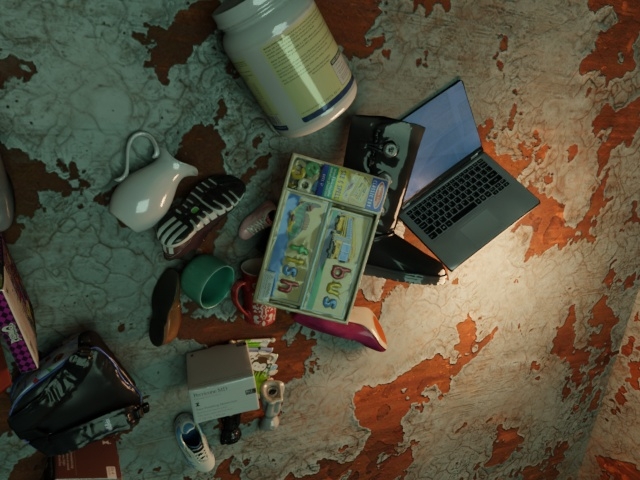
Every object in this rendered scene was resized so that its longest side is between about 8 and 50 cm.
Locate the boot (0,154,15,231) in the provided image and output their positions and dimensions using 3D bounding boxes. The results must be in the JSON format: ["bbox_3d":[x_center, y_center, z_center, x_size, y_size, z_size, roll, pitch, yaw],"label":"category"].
[{"bbox_3d":[-0.690,-0.145,1.045,0.118,0.222,0.339,-14,116,-24],"label":"boot"}]

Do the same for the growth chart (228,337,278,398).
[{"bbox_3d":[-0.208,0.399,1.641,0.171,0.021,0.238,-3,113,-26],"label":"growth chart"}]

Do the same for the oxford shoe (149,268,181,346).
[{"bbox_3d":[-0.406,0.176,1.431,0.076,0.076,0.213,-5,112,-59],"label":"oxford shoe"}]

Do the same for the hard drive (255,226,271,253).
[{"bbox_3d":[-0.046,0.012,1.553,0.254,0.054,0.172,28,94,-33],"label":"hard drive"}]

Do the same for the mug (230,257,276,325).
[{"bbox_3d":[-0.188,0.151,1.506,0.150,0.113,0.170,-5,116,-20],"label":"mug"}]

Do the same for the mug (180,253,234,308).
[{"bbox_3d":[-0.309,0.111,1.419,0.129,0.097,0.158,-41,151,-39],"label":"mug"}]

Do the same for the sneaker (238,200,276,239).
[{"bbox_3d":[-0.168,-0.049,1.455,0.134,0.070,0.051,-47,125,-3],"label":"sneaker"}]

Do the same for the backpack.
[{"bbox_3d":[-0.614,0.377,1.304,0.263,0.213,0.277,-37,116,-20],"label":"backpack"}]

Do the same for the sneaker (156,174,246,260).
[{"bbox_3d":[-0.312,-0.049,1.374,0.281,0.106,0.163,-42,166,-35],"label":"sneaker"}]

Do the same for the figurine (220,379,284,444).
[{"bbox_3d":[-0.214,0.547,1.654,0.214,0.092,0.210,-10,131,-23],"label":"figurine"}]

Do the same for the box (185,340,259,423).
[{"bbox_3d":[-0.277,0.392,1.488,0.180,0.182,0.119,-10,115,-11],"label":"box"}]

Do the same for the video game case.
[{"bbox_3d":[-0.669,0.134,1.147,0.041,0.210,0.232,-15,131,-21],"label":"video game case"}]

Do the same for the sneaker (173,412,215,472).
[{"bbox_3d":[-0.377,0.627,1.604,0.085,0.086,0.238,-26,121,-19],"label":"sneaker"}]

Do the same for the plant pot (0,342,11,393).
[{"bbox_3d":[-0.818,0.239,1.125,0.235,0.267,0.268,-18,118,-35],"label":"plant pot"}]

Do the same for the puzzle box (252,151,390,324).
[{"bbox_3d":[0.000,0.000,1.406,0.271,0.052,0.410,14,97,-10],"label":"puzzle box"}]

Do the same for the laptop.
[{"bbox_3d":[0.414,-0.199,1.617,0.381,0.408,0.236,-35,156,-11],"label":"laptop"}]

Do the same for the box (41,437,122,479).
[{"bbox_3d":[-0.651,0.665,1.421,0.166,0.168,0.203,14,102,-31],"label":"box"}]

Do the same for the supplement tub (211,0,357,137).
[{"bbox_3d":[-0.081,-0.435,1.250,0.235,0.235,0.325,-40,123,-9],"label":"supplement tub"}]

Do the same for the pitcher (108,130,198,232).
[{"bbox_3d":[-0.424,-0.139,1.265,0.177,0.125,0.207,40,77,-13],"label":"pitcher"}]

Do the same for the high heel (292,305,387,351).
[{"bbox_3d":[0.076,0.282,1.722,0.181,0.127,0.377,-27,129,17],"label":"high heel"}]

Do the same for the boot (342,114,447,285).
[{"bbox_3d":[0.225,-0.113,1.512,0.366,0.146,0.446,9,94,-9],"label":"boot"}]
